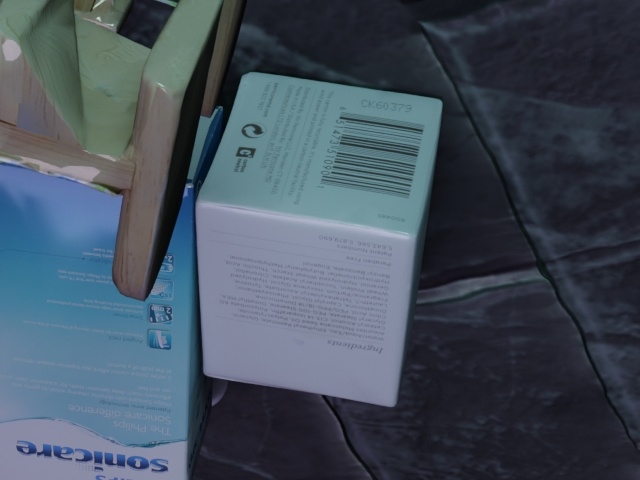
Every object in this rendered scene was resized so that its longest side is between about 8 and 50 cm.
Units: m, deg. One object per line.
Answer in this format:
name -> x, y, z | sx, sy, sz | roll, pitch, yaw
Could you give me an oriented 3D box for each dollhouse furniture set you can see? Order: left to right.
dollhouse furniture set -> -0.216, -0.152, 0.696 | 0.362, 0.394, 0.256 | 17, 136, -2

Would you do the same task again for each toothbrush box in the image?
toothbrush box -> -0.191, 0.042, 0.990 | 0.216, 0.126, 0.295 | 6, 121, 4

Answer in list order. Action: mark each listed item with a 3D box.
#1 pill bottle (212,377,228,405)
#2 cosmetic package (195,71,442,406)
pill bottle -> -0.159, 0.139, 1.184 | 0.086, 0.086, 0.152 | 37, 131, -21
cosmetic package -> 0.000, 0.000, 0.961 | 0.151, 0.151, 0.183 | 9, 134, 6
